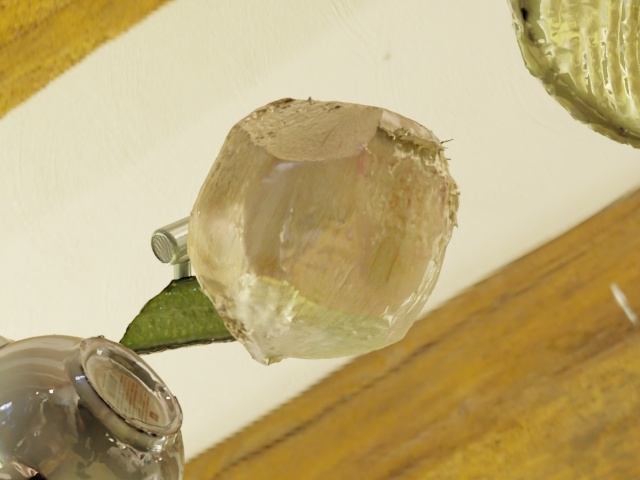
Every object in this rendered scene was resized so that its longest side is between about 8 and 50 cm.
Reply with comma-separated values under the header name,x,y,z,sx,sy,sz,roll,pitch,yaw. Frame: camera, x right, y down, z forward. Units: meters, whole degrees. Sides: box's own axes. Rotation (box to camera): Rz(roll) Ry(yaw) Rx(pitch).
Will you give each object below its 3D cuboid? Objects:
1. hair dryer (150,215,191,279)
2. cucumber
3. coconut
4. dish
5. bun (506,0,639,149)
name,x,y,z,sx,sy,sz,roll,pitch,yaw
hair dryer,-0.129,0.036,1.364,0.063,0.038,0.124,-27,-53,-42
cucumber,-0.103,0.066,1.340,0.220,0.046,0.070,-9,-95,-6
coconut,-0.003,-0.001,0.988,0.194,0.194,0.194,-3,-64,-6
dish,-0.174,0.140,1.087,0.224,0.246,0.078,45,-73,-1
bun,0.241,-0.184,0.874,0.259,0.152,0.259,11,-47,12
